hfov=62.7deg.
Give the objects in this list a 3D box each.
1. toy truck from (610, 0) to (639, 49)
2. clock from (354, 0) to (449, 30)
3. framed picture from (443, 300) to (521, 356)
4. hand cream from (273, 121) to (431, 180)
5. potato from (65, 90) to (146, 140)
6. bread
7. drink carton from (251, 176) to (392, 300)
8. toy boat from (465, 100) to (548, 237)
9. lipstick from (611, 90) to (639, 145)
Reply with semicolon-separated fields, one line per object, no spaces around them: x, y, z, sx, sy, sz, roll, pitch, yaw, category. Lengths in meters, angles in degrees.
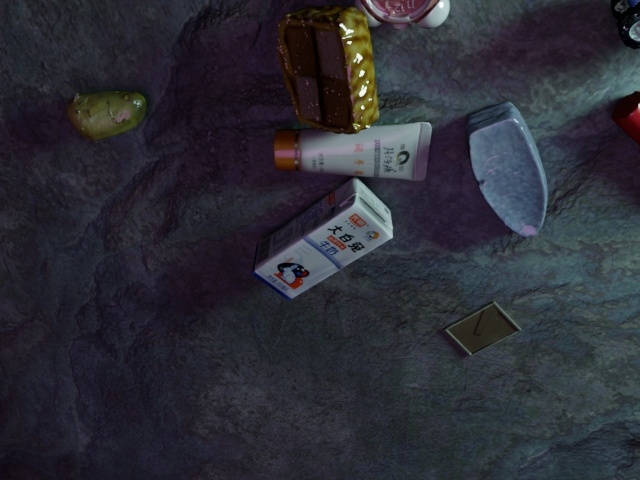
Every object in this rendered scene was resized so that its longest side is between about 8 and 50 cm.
0.567;-0.364;0.798;0.208;0.113;0.126;9;143;4;toy truck
0.139;-0.442;0.888;0.165;0.093;0.162;8;132;14;clock
0.394;0.217;1.281;0.109;0.011;0.149;44;121;-15;framed picture
0.065;-0.179;1.076;0.314;0.089;0.140;-1;133;6;hand cream
-0.461;-0.275;1.137;0.188;0.085;0.105;-9;97;15;potato
0.017;-0.310;0.964;0.181;0.096;0.222;17;131;40;bread
0.000;0.000;1.172;0.315;0.107;0.130;-34;124;28;drink carton
0.374;-0.125;1.032;0.127;0.078;0.283;-21;114;21;toy boat
0.649;-0.157;0.950;0.279;0.073;0.073;37;122;-11;lipstick
